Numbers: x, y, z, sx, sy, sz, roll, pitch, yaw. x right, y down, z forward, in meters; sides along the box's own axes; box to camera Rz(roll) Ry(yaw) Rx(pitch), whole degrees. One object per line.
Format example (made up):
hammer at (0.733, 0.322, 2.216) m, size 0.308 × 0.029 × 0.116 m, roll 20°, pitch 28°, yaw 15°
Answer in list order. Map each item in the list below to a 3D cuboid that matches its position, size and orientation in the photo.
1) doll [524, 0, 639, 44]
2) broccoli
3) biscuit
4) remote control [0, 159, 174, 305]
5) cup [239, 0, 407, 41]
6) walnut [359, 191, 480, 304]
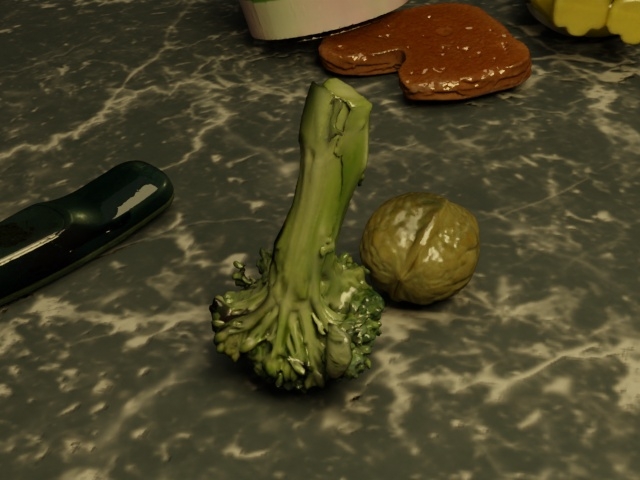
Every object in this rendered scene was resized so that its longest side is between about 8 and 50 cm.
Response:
doll at (0.284, -0.314, 1.027) m, size 0.199 × 0.145 × 0.363 m, roll 11°, pitch 33°, yaw 0°
broccoli at (-0.002, -0.001, 0.595) m, size 0.118 × 0.204 × 0.122 m, roll 19°, pitch 32°, yaw 10°
biscuit at (0.103, -0.188, 0.972) m, size 0.186 × 0.036 × 0.192 m, roll -16°, pitch 36°, yaw -9°
remote control at (-0.218, -0.004, 0.766) m, size 0.222 × 0.042 × 0.072 m, roll -34°, pitch 46°, yaw -32°
cup at (-0.022, -0.373, 1.023) m, size 0.253 × 0.274 × 0.253 m, roll -11°, pitch 23°, yaw 5°
walnut at (0.072, 0.005, 0.675) m, size 0.092 × 0.092 × 0.092 m, roll -5°, pitch 36°, yaw 3°
